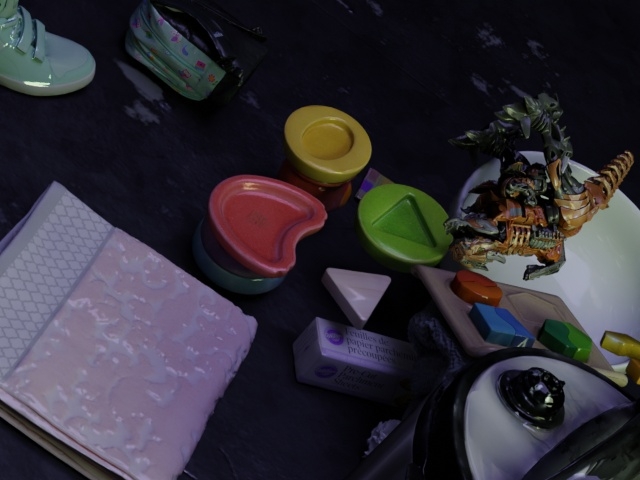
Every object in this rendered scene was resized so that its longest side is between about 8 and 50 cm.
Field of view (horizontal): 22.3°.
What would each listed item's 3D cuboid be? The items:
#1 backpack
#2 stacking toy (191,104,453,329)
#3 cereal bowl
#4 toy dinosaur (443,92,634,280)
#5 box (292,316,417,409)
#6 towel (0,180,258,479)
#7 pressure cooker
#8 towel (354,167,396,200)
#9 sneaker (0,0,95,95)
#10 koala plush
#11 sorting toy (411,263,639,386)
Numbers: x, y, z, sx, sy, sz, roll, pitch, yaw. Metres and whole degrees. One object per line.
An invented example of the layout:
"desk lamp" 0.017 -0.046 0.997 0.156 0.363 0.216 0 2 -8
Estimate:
"backpack" -0.177 -0.271 2.234 0.182 0.115 0.152 36 27 -4
"stacking toy" 0.000 0.000 2.100 0.279 0.130 0.309 38 48 11
"cereal bowl" 0.303 0.055 2.202 0.339 0.141 0.339 14 52 -19
"toy dinosaur" 0.277 -0.064 2.115 0.322 0.164 0.218 -16 80 -54
"box" 0.120 0.176 2.074 0.324 0.067 0.063 18 42 -27
"towel" -0.250 0.110 1.847 0.317 0.053 0.332 36 39 -5
"pressure cooker" 0.205 0.321 1.712 0.375 0.420 0.370 23 40 -21
"towel" 0.084 -0.067 2.330 0.060 0.009 0.083 36 39 -6
"sneaker" -0.376 -0.273 2.041 0.256 0.151 0.094 11 44 -33
"koala plush" 0.164 0.203 1.973 0.196 0.221 0.203 8 23 -33
"sorting toy" 0.280 0.103 1.960 0.307 0.041 0.229 13 21 -24
